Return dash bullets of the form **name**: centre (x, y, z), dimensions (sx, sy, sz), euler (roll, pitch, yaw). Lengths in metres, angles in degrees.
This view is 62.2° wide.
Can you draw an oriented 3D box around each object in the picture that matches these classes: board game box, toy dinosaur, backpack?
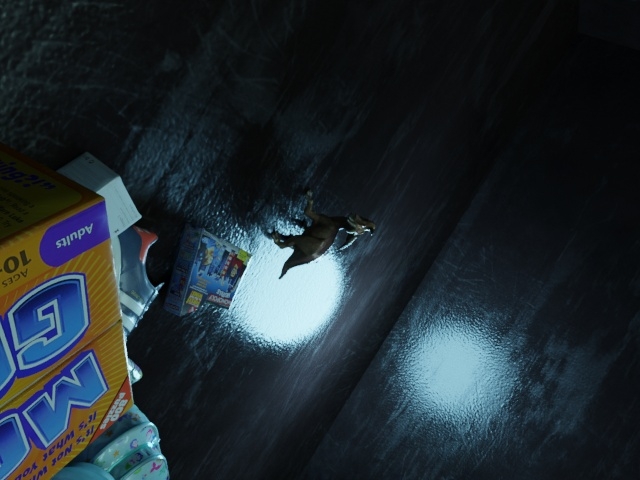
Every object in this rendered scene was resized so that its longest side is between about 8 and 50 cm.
- **board game box**: centre (-0.265, 0.084, 1.209), dimensions (0.194, 0.060, 0.194), euler (37, 74, -55)
- **board game box**: centre (-0.478, 0.104, 0.579), dimensions (0.356, 0.356, 0.356), euler (-41, 149, -46)
- **toy dinosaur**: centre (0.000, 0.000, 1.458), dimensions (0.296, 0.200, 0.127), euler (-50, 151, -14)
- **backpack**: centre (-0.480, 0.520, 1.247), dimensions (0.225, 0.191, 0.253), euler (-29, 136, -41)

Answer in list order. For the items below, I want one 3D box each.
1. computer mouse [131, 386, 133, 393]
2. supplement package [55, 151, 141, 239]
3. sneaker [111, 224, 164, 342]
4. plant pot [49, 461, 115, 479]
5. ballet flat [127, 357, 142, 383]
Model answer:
- **computer mouse**: centre (-0.456, 0.341, 1.134), dimensions (0.242, 0.071, 0.041), euler (106, -16, -79)
- **supplement package**: centre (-0.409, -0.040, 0.866), dimensions (0.179, 0.105, 0.105), euler (-43, 149, -24)
- **sneaker**: centre (-0.385, 0.134, 1.032), dimensions (0.148, 0.131, 0.350), euler (-11, 122, -52)
- **plant pot**: centre (-0.503, 0.565, 1.034), dimensions (0.293, 0.293, 0.196), euler (-63, -172, 10)
- **ballet flat**: centre (-0.465, 0.274, 1.132), dimensions (0.221, 0.077, 0.079), euler (7, 109, -55)
